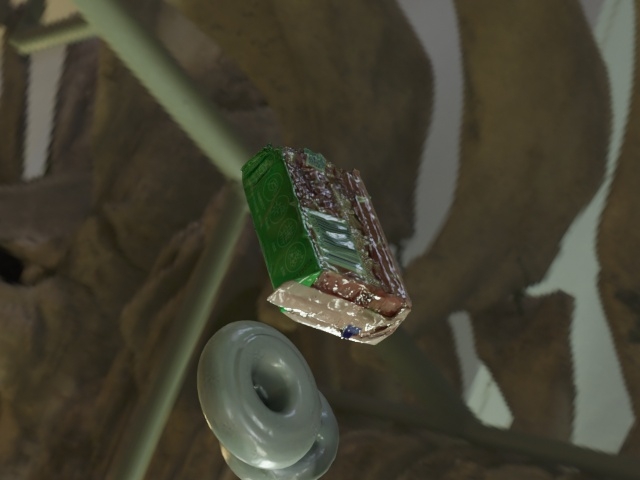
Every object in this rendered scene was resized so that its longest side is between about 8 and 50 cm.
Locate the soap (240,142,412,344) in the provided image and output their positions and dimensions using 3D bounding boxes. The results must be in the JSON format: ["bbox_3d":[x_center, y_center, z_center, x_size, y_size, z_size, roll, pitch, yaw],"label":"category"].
[{"bbox_3d":[0.002,-0.002,1.716,0.098,0.218,0.273,-46,-140,24],"label":"soap"}]

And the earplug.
[{"bbox_3d":[-0.085,0.248,1.929,0.175,0.325,0.214,-10,-121,11],"label":"earplug"}]
